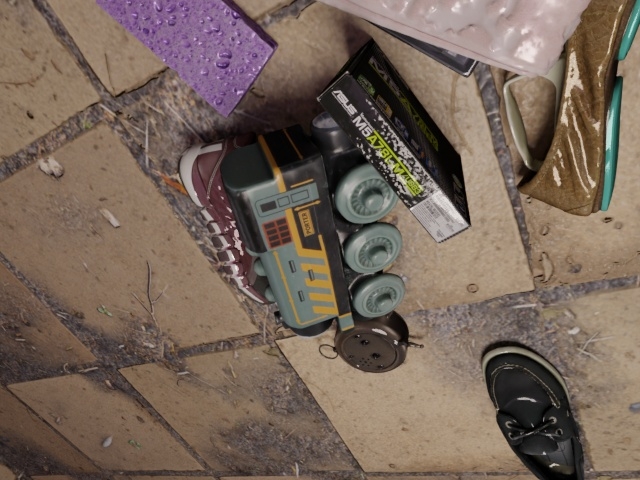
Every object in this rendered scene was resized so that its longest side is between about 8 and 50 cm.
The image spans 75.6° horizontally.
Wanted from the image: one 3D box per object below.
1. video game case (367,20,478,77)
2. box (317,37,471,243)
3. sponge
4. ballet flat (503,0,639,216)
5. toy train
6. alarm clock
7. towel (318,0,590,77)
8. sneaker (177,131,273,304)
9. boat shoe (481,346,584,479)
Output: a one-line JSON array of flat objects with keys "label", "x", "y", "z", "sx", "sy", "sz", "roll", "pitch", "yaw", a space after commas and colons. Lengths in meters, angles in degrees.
[{"label": "video game case", "x": 0.105, "y": -0.333, "z": 0.364, "sx": 0.248, "sy": 0.035, "sz": 0.274, "roll": 32, "pitch": 127, "yaw": 4}, {"label": "box", "x": 0.090, "y": -0.117, "z": 0.450, "sx": 0.045, "sy": 0.184, "sz": 0.190, "roll": -32, "pitch": 109, "yaw": 33}, {"label": "sponge", "x": -0.166, "y": -0.269, "z": 0.512, "sx": 0.210, "sy": 0.031, "sz": 0.117, "roll": 40, "pitch": 125, "yaw": -13}, {"label": "ballet flat", "x": 0.255, "y": -0.181, "z": 0.421, "sx": 0.124, "sy": 0.116, "sz": 0.342, "roll": 13, "pitch": 133, "yaw": 32}, {"label": "toy train", "x": 0.000, "y": 0.000, "z": 0.542, "sx": 0.190, "sy": 0.142, "sz": 0.333, "roll": -18, "pitch": 131, "yaw": -6}, {"label": "alarm clock", "x": 0.075, "y": 0.186, "z": 0.745, "sx": 0.192, "sy": 0.064, "sz": 0.129, "roll": -24, "pitch": 115, "yaw": 32}, {"label": "towel", "x": 0.100, "y": -0.336, "z": 0.306, "sx": 0.317, "sy": 0.053, "sz": 0.331, "roll": 25, "pitch": 127, "yaw": 12}, {"label": "sneaker", "x": -0.077, "y": -0.028, "z": 0.612, "sx": 0.163, "sy": 0.106, "sz": 0.281, "roll": -15, "pitch": 118, "yaw": 21}, {"label": "boat shoe", "x": 0.380, "y": 0.331, "z": 0.722, "sx": 0.127, "sy": 0.113, "sz": 0.340, "roll": -16, "pitch": 118, "yaw": 26}]
